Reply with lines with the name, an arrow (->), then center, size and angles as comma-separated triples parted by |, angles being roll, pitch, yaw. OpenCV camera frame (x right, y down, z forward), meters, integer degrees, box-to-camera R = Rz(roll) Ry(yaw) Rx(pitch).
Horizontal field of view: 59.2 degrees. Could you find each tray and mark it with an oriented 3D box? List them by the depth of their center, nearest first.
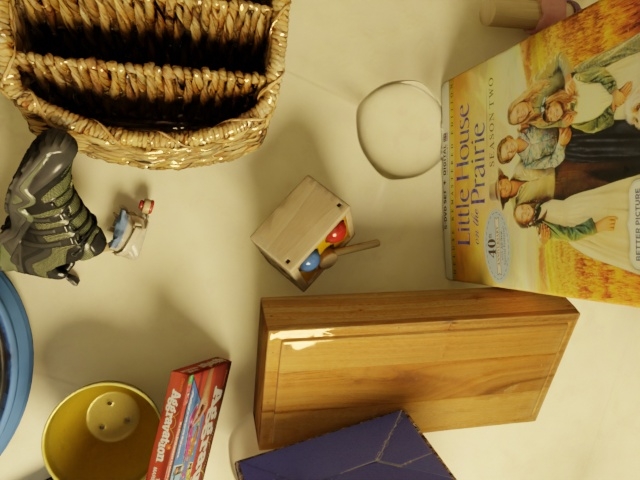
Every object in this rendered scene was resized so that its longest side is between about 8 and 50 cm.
tray -> 0.123, 0.169, 0.759 | 0.412, 0.076, 0.202 | -2, 121, -15

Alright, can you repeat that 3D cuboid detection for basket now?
basket -> -0.192, -0.210, 0.626 | 0.300, 0.223, 0.213 | 3, 74, -15

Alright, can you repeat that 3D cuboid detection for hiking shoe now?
hiking shoe -> -0.297, -0.033, 0.652 | 0.114, 0.227, 0.086 | 21, 44, -23

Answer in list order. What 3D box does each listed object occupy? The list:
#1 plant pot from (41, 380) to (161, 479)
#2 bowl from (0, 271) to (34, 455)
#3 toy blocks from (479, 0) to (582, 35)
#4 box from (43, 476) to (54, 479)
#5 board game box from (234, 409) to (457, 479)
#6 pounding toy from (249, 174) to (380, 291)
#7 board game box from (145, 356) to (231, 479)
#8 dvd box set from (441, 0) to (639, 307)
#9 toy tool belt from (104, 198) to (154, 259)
plant pot -> -0.261, 0.230, 0.696 | 0.135, 0.095, 0.134 | 0, 91, -14
bowl -> -0.531, 0.148, 0.612 | 0.392, 0.077, 0.390 | 1, 87, -22
toy blocks -> 0.406, -0.225, 0.769 | 0.260, 0.289, 0.308 | -3, 90, -19
box -> -0.343, 0.390, 0.711 | 0.116, 0.029, 0.162 | -24, 95, -12
board game box -> 0.040, 0.398, 0.707 | 0.232, 0.141, 0.290 | -13, 112, -14
pounding toy -> 0.000, 0.000, 0.750 | 0.100, 0.141, 0.130 | 39, 80, 17
board game box -> -0.176, 0.291, 0.695 | 0.027, 0.145, 0.281 | 13, 87, 10
dvd box set -> 0.271, -0.089, 0.662 | 0.062, 0.420, 0.307 | -1, 91, -16
toy tool belt -> -0.249, -0.019, 0.721 | 0.051, 0.052, 0.083 | 17, 86, -22
